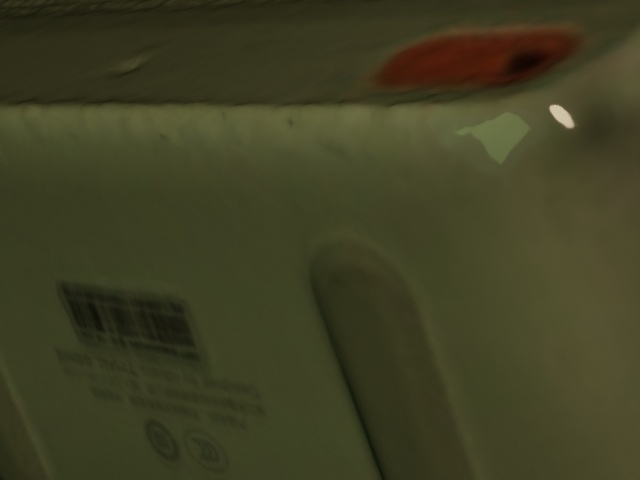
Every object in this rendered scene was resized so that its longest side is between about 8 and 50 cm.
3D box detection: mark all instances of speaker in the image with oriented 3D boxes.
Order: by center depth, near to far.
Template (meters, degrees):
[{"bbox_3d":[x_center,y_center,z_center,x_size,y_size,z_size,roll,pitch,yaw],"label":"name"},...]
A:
[{"bbox_3d":[0.000,0.000,0.576,0.406,0.183,0.184,5,126,47],"label":"speaker"}]
